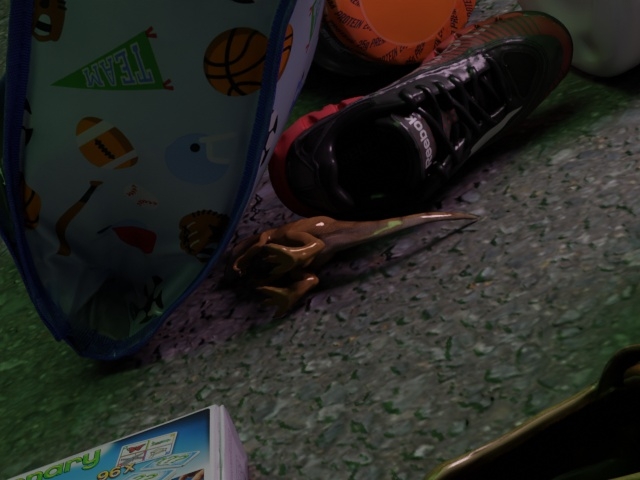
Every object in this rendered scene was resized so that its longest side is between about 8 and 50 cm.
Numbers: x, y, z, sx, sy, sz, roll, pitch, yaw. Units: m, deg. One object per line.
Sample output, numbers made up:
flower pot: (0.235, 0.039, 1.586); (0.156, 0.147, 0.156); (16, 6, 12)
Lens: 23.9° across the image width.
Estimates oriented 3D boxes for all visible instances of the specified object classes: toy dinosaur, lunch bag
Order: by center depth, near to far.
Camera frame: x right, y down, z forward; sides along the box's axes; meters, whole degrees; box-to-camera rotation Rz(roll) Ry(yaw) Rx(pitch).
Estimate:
toy dinosaur: (0.000, 0.000, 1.157); (0.211, 0.064, 0.112); (-8, 28, 30)
lunch bag: (-0.127, -0.140, 1.196); (0.239, 0.385, 0.328); (13, 31, 1)

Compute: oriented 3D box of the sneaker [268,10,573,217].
sneaker: (0.093, -0.097, 1.211); (0.276, 0.098, 0.135); (-28, 14, -6)

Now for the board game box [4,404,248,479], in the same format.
board game box: (-0.189, 0.215, 0.901); (0.305, 0.053, 0.193); (-20, 26, 6)

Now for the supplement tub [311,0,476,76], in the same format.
supplement tub: (0.003, -0.280, 1.539); (0.207, 0.207, 0.338); (-32, 25, -18)

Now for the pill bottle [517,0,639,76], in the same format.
pill bottle: (0.358, -0.320, 1.296); (0.392, 0.224, 0.224); (-28, 25, -10)

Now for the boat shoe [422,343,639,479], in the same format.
boat shoe: (0.186, 0.102, 0.742); (0.307, 0.104, 0.111); (-29, 25, -12)
